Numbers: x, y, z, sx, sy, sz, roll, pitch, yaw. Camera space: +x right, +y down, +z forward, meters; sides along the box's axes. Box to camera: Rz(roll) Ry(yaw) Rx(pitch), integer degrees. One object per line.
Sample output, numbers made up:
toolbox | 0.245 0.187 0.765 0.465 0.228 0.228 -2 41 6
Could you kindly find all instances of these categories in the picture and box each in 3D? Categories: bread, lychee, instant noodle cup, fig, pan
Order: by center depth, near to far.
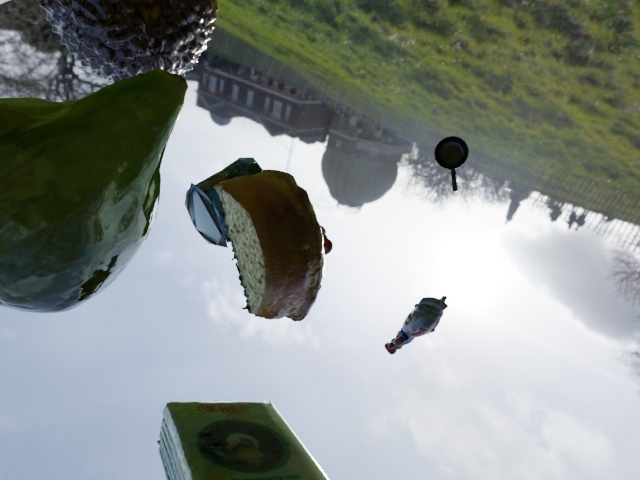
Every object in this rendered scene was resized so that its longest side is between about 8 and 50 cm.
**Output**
fig | -0.229 -0.059 0.457 0.206 0.275 0.206 51 -163 -23
lychee | -0.290 -0.368 0.732 0.268 0.267 0.267 12 -154 -6
bread | -0.063 -0.004 0.735 0.129 0.134 0.260 -12 -101 -33
pan | 0.271 -0.155 0.985 0.069 0.115 0.023 -6 173 22
instant noodle cup | -0.258 -0.101 1.375 0.178 0.240 0.240 -29 -132 -36

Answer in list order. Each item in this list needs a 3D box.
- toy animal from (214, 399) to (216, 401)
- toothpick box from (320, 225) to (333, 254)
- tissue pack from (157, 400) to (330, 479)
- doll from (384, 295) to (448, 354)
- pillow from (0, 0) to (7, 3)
toy animal | -0.246 0.530 1.267 0.062 0.220 0.108 -18 -165 -18
toothpick box | 0.000 0.000 1.167 0.047 0.047 0.083 6 -156 -16
tissue pack | -0.170 0.492 1.024 0.287 0.162 0.388 11 -175 -28
doll | 0.201 0.171 0.990 0.104 0.194 0.062 -1 -128 -36
pillow | -0.296 -0.281 0.390 0.283 0.138 0.310 -36 -159 -25
